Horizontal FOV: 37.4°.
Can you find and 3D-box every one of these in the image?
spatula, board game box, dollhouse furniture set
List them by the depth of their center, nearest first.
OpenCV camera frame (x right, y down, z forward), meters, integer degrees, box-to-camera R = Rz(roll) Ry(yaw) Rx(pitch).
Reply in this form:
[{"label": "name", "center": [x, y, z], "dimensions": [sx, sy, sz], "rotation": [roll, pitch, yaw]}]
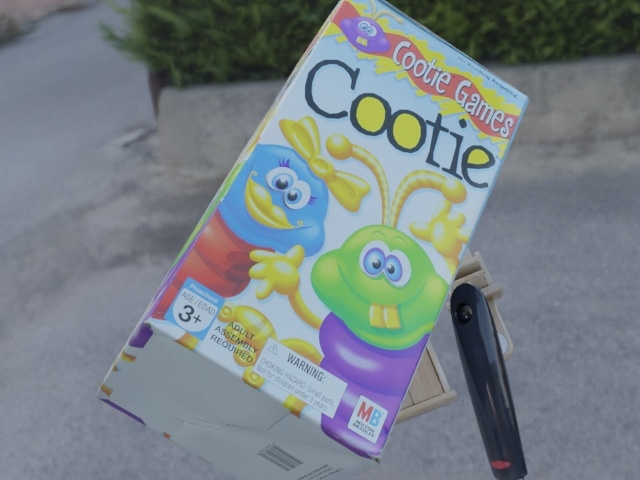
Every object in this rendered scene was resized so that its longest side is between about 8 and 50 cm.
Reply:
[{"label": "board game box", "center": [0.000, 0.000, 0.593], "dimensions": [0.142, 0.144, 0.275], "rotation": [32, 57, -7]}, {"label": "spatula", "center": [0.133, 0.169, 0.600], "dimensions": [0.030, 0.296, 0.084], "rotation": [-20, 3, -42]}, {"label": "dollhouse furniture set", "center": [0.084, 0.113, 1.139], "dimensions": [0.303, 0.173, 0.355], "rotation": [-23, -18, 6]}]
